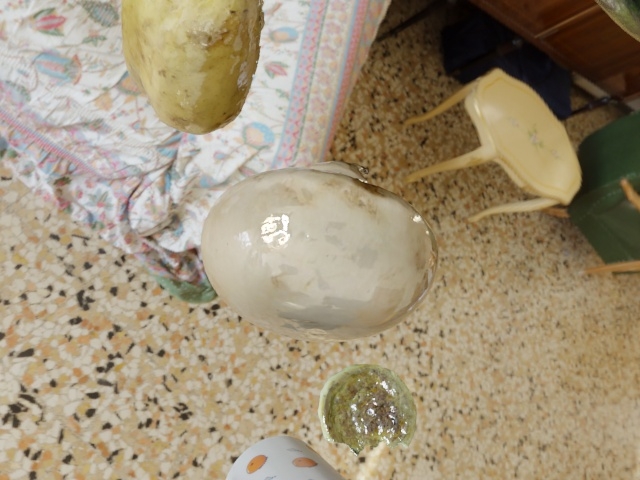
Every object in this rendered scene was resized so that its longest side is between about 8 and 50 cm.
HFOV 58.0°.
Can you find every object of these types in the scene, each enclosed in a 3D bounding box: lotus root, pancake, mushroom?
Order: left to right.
[{"bbox_3d":[-0.137,-0.237,0.630,0.160,0.284,0.146,37,49,6],"label":"lotus root"},{"bbox_3d":[0.000,0.000,0.902,0.362,0.362,0.294,26,62,-35],"label":"mushroom"},{"bbox_3d":[0.060,0.218,0.753,0.130,0.022,0.116,-4,68,-10],"label":"pancake"}]

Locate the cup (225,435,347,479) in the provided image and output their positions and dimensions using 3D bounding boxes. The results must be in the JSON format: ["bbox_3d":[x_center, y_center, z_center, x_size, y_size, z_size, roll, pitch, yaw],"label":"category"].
[{"bbox_3d":[-0.025,0.493,0.988,0.212,0.317,0.212,-1,92,-25],"label":"cup"}]

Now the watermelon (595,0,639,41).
[{"bbox_3d":[0.200,-0.145,0.196,0.159,0.303,0.128,-8,73,-15],"label":"watermelon"}]
